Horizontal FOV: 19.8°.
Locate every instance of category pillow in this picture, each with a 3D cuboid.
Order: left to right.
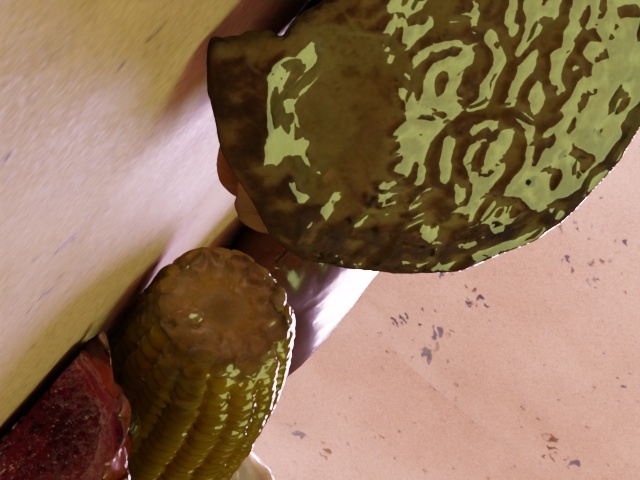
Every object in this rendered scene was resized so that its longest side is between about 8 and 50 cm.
[{"bbox_3d":[0.000,0.000,1.561,0.308,0.108,0.305,-51,174,-29],"label":"pillow"}]

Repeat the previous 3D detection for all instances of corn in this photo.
[{"bbox_3d":[-0.107,0.121,1.283,0.131,0.131,0.344,-48,176,-33],"label":"corn"}]

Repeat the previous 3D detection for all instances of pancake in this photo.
[{"bbox_3d":[0.062,-0.081,0.792,0.235,0.212,0.029,-46,-144,12],"label":"pancake"}]

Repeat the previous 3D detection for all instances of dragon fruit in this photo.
[{"bbox_3d":[-0.151,0.140,1.136,0.147,0.096,0.102,-51,174,-15],"label":"dragon fruit"}]

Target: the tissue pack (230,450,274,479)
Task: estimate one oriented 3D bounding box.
[{"bbox_3d":[-0.214,0.324,1.839,0.390,0.195,0.375,-49,-170,-8],"label":"tissue pack"}]

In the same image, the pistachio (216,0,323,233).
[{"bbox_3d":[0.065,-0.094,0.900,0.260,0.163,0.212,-32,148,-9],"label":"pistachio"}]
